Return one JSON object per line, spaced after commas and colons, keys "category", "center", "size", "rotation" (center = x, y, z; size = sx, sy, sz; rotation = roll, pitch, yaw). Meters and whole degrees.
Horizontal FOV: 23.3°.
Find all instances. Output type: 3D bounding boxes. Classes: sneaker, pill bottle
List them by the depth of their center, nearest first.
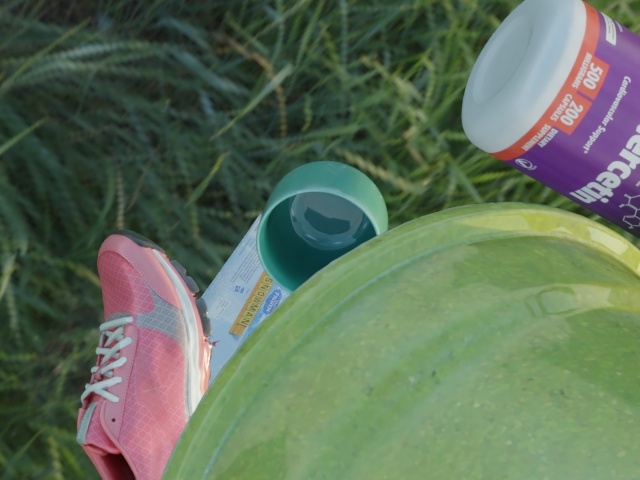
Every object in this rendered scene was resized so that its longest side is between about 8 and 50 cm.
{"category": "sneaker", "center": [-0.175, 0.143, 1.487], "size": [0.136, 0.116, 0.313], "rotation": [-12, 85, -36]}
{"category": "pill bottle", "center": [0.319, -0.112, 1.612], "size": [0.323, 0.181, 0.181], "rotation": [27, 65, -17]}

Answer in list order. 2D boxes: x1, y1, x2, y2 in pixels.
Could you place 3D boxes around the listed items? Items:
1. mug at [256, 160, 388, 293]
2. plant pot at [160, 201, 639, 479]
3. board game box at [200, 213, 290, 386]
{"category": "mug", "center": [-0.004, -0.008, 1.606], "size": [0.129, 0.158, 0.097], "rotation": [40, 27, -13]}
{"category": "plant pot", "center": [0.115, 0.152, 0.527], "size": [0.276, 0.254, 0.276], "rotation": [-12, 114, -30]}
{"category": "board game box", "center": [0.007, 0.133, 1.811], "size": [0.318, 0.066, 0.318], "rotation": [21, 42, 11]}
